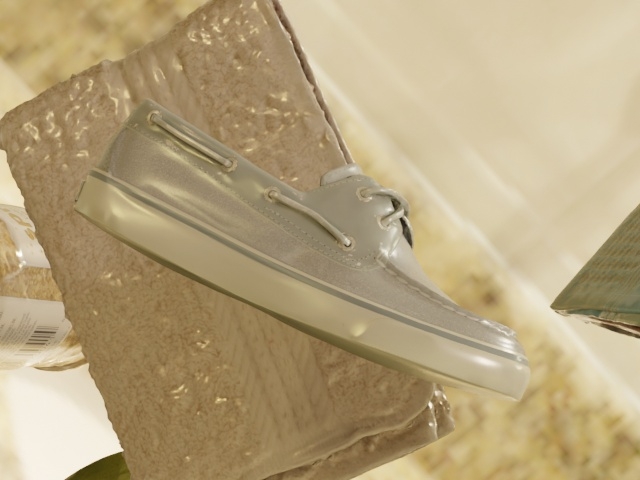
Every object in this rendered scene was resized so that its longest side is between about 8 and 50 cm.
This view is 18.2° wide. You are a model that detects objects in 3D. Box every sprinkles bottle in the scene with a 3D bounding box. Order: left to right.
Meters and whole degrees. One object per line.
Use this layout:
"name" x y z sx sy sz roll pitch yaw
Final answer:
"sprinkles bottle" -0.247 0.028 1.296 0.121 0.121 0.355 52 13 15

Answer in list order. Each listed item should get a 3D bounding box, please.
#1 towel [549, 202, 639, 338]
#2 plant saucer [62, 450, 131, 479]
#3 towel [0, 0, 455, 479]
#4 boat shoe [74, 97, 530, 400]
"towel" 0.363 -0.061 1.698 0.040 0.370 0.271 43 -6 -10
"plant saucer" -0.096 0.253 1.327 0.241 0.241 0.037 46 9 -14
"towel" -0.056 0.015 1.108 0.282 0.187 0.049 65 11 12
"boat shoe" 0.000 0.000 0.916 0.228 0.081 0.079 25 -5 10
